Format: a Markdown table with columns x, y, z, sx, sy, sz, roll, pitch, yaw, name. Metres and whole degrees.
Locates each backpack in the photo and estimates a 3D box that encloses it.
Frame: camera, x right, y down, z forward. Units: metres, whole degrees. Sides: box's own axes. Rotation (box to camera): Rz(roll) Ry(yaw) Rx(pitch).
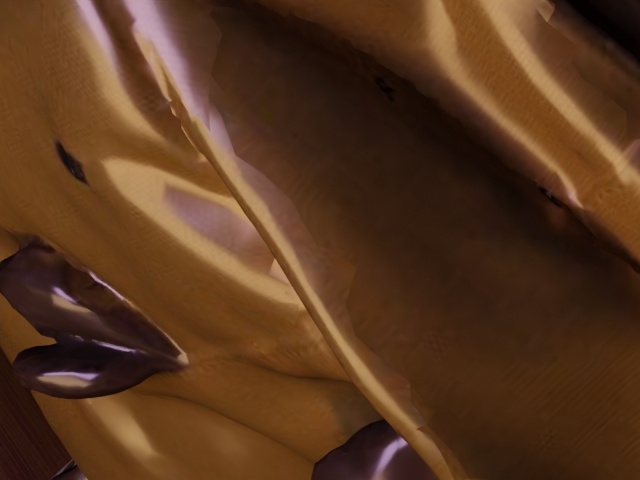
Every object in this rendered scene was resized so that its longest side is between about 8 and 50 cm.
| x | y | z | sx | sy | sz | roll | pitch | yaw | name |
| --- | --- | --- | --- | --- | --- | --- | --- | --- | --- |
| 0.003 | -0.004 | 0.564 | 0.378 | 0.201 | 0.353 | 46 | 156 | -12 | backpack |

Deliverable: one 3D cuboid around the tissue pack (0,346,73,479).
| x | y | z | sx | sy | sz | roll | pitch | yaw | name |
| --- | --- | --- | --- | --- | --- | --- | --- | --- | --- |
| -0.207 | 0.006 | 1.057 | 0.136 | 0.159 | 0.246 | 30 | 156 | 40 | tissue pack |
